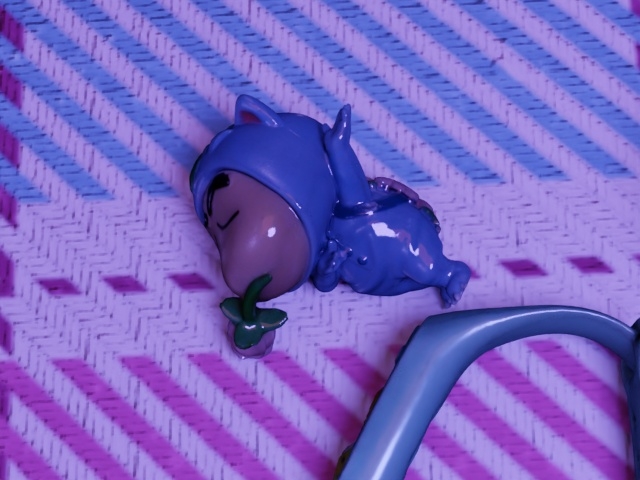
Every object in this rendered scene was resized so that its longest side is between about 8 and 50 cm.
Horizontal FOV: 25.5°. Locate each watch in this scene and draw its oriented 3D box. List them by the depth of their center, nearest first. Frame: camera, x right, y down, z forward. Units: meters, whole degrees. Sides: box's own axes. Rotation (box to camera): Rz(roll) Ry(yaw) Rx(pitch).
[{"bbox_3d":[0.113,0.138,0.806,0.195,0.068,0.237,25,75,9],"label":"watch"}]

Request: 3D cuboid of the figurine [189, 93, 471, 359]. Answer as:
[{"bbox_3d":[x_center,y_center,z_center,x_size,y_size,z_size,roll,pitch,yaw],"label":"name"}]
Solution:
[{"bbox_3d":[-0.002,0.004,0.839,0.178,0.114,0.144,25,69,1],"label":"figurine"}]
